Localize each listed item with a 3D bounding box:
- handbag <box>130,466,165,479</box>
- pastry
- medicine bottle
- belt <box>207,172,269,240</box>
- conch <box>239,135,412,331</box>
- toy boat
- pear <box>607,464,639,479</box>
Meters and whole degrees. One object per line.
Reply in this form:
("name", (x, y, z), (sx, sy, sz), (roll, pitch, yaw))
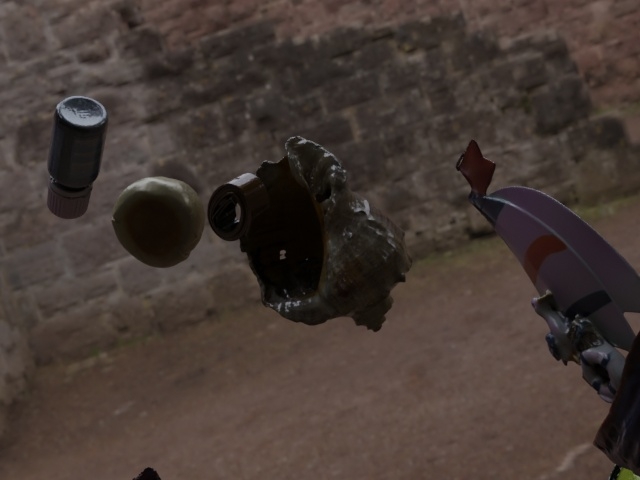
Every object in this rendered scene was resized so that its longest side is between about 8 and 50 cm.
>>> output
("handbag", (-0.217, 0.417, 1.475), (0.203, 0.074, 0.216), (34, 49, 23))
("pastry", (-0.268, -0.033, 1.931), (0.156, 0.156, 0.092), (-17, 15, 9))
("medicine bottle", (-0.382, -0.123, 1.796), (0.083, 0.083, 0.203), (-23, -32, -39))
("belt", (-0.086, -0.032, 1.212), (0.036, 0.059, 0.083), (-33, -10, -39))
("conch", (0.000, 0.000, 1.343), (0.178, 0.245, 0.163), (-25, 4, -16))
("toy boat", (0.215, 0.041, 0.896), (0.072, 0.318, 0.219), (-21, -10, -19))
("pear", (0.481, 0.286, 1.327), (0.292, 0.159, 0.292), (-23, -10, -4))
